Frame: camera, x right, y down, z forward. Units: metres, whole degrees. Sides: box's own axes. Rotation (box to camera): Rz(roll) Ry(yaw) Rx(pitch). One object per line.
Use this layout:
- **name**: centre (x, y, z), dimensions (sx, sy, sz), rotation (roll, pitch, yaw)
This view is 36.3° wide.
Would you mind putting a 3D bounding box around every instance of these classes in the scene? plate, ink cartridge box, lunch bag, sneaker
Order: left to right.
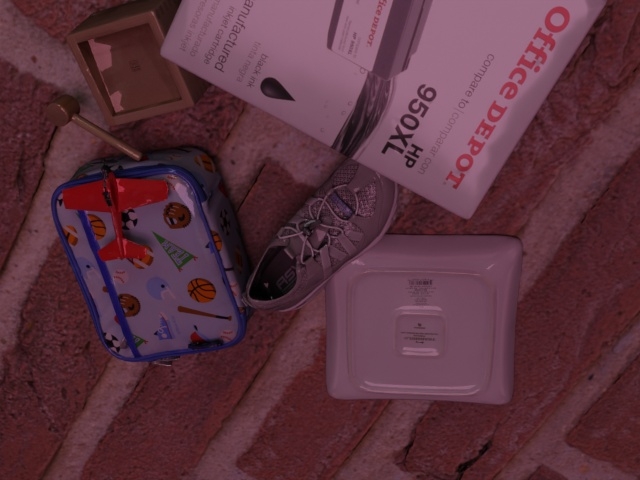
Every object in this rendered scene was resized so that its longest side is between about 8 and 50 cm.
- **lunch bag**: centre (-0.229, 0.030, 1.348), dimensions (0.243, 0.115, 0.303), rotation (-8, 114, 13)
- **sneaker**: centre (0.000, 0.000, 1.285), dimensions (0.105, 0.115, 0.281), rotation (43, 116, 16)
- **ink cartridge box**: centre (0.068, -0.249, 1.084), dimensions (0.395, 0.166, 0.285), rotation (28, 114, -4)
- **plate**: centre (0.141, 0.123, 1.386), dimensions (0.277, 0.045, 0.278), rotation (2, 115, 7)

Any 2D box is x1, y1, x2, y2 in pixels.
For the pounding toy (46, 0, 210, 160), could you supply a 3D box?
- **pounding toy**: centre (-0.249, -0.201, 1.251), dimensions (0.206, 0.094, 0.181), rotation (-10, 120, 22)

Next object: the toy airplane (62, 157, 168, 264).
- **toy airplane**: centre (-0.263, -0.033, 1.247), dimensions (0.151, 0.028, 0.151), rotation (5, 113, 12)
